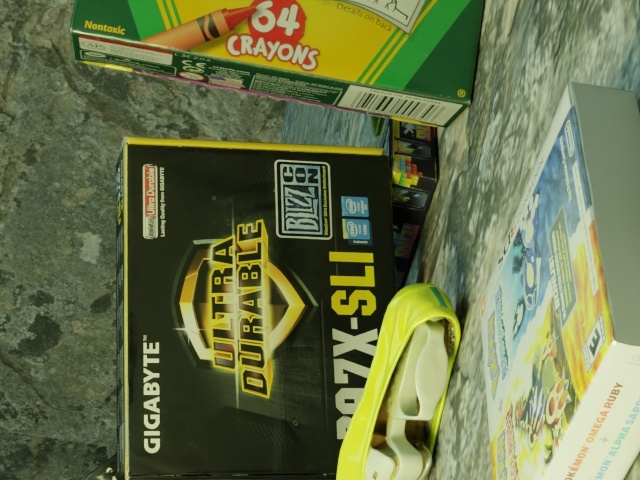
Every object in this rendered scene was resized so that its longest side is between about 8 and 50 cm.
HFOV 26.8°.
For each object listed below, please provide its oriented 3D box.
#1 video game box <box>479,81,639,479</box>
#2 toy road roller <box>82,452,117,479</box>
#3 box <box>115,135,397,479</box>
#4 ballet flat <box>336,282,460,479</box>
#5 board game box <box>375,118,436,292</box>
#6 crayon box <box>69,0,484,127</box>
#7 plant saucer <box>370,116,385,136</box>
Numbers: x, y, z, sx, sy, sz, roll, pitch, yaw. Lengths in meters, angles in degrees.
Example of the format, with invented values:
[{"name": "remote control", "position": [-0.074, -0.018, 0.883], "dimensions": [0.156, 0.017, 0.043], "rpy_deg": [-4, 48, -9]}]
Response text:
[{"name": "video game box", "position": [0.136, 0.046, 0.738], "dimensions": [0.205, 0.048, 0.187], "rpy_deg": [-87, 7, -48]}, {"name": "toy road roller", "position": [-0.122, 0.291, 1.537], "dimensions": [0.241, 0.202, 0.329], "rpy_deg": [-38, -6, -14]}, {"name": "box", "position": [-0.058, 0.070, 1.242], "dimensions": [0.079, 0.257, 0.321], "rpy_deg": [131, 140, -67]}, {"name": "ballet flat", "position": [0.067, 0.149, 1.101], "dimensions": [0.077, 0.077, 0.230], "rpy_deg": [-146, 67, -65]}, {"name": "board game box", "position": [0.077, -0.047, 1.391], "dimensions": [0.141, 0.048, 0.170], "rpy_deg": [-84, 7, -48]}, {"name": "crayon box", "position": [-0.025, -0.294, 1.251], "dimensions": [0.106, 0.363, 0.313], "rpy_deg": [133, 146, -78]}, {"name": "plant saucer", "position": [0.096, -0.230, 1.512], "dimensions": [0.188, 0.045, 0.188], "rpy_deg": [-94, 15, -65]}]
